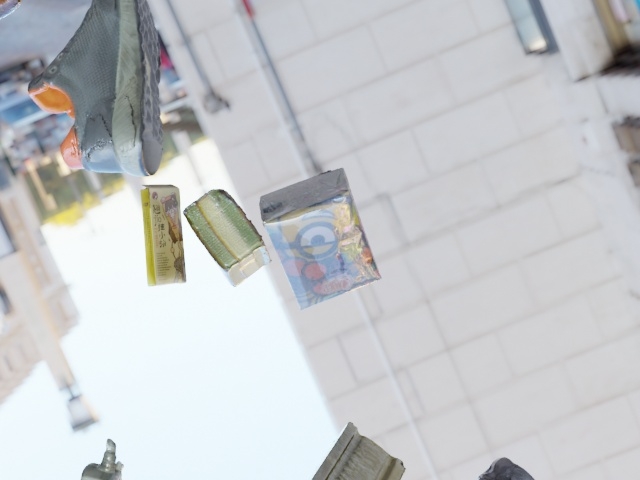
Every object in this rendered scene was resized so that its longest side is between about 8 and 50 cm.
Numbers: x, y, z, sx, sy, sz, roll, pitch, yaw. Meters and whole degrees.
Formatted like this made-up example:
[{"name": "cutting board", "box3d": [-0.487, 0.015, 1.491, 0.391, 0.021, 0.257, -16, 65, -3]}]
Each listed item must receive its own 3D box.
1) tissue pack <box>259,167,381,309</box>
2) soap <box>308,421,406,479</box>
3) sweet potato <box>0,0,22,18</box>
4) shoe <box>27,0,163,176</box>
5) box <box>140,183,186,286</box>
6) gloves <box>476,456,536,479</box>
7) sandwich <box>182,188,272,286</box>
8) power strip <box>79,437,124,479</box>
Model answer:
[{"name": "tissue pack", "box3d": [0.000, 0.000, 1.652, 0.108, 0.148, 0.060, -19, -142, 2]}, {"name": "soap", "box3d": [0.034, 0.281, 1.577, 0.037, 0.092, 0.252, -55, 175, 17]}, {"name": "sweet potato", "box3d": [-0.497, -0.290, 1.851, 0.255, 0.058, 0.078, -17, 174, 7]}, {"name": "shoe", "box3d": [-0.312, -0.231, 1.911, 0.171, 0.337, 0.132, -9, 155, 5]}, {"name": "box", "box3d": [-0.228, -0.009, 2.037, 0.020, 0.149, 0.073, -5, -179, 34]}, {"name": "gloves", "box3d": [0.194, 0.401, 1.684, 0.119, 0.142, 0.286, -13, -137, 45]}, {"name": "sandwich", "box3d": [-0.136, -0.005, 2.086, 0.079, 0.113, 0.163, -35, 170, -3]}, {"name": "power strip", "box3d": [-0.193, 0.251, 1.134, 0.030, 0.191, 0.047, 15, -174, 0]}]
